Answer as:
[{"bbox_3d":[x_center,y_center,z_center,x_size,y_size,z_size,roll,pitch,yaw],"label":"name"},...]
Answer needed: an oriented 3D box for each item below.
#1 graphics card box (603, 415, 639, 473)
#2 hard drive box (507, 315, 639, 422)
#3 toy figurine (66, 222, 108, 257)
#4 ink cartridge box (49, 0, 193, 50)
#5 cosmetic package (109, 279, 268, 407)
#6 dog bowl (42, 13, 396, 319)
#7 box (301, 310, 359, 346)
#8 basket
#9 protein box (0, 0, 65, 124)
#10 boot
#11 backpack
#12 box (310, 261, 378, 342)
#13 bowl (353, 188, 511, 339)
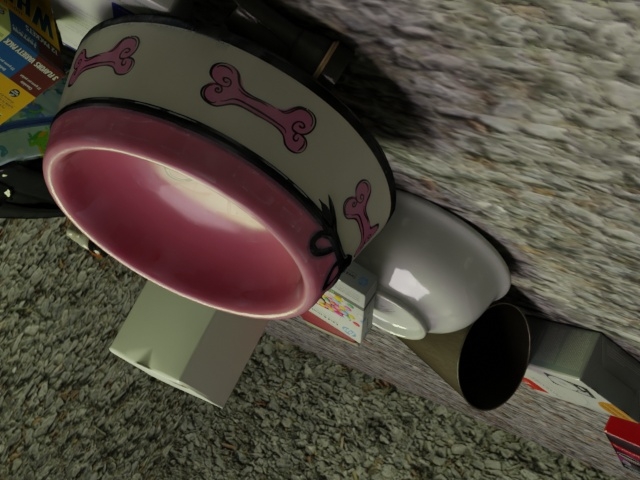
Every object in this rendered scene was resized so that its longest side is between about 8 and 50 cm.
[{"bbox_3d":[0.712,0.431,2.083,0.233,0.094,0.371,21,168,28],"label":"graphics card box"},{"bbox_3d":[0.426,0.214,1.779,0.181,0.089,0.232,35,167,-31],"label":"hard drive box"},{"bbox_3d":[-0.399,-0.080,2.004,0.148,0.209,0.213,24,129,49],"label":"toy figurine"},{"bbox_3d":[-0.232,-0.269,1.201,0.165,0.065,0.333,28,168,-4],"label":"ink cartridge box"},{"bbox_3d":[-0.211,0.103,2.010,0.217,0.385,0.156,19,166,40],"label":"cosmetic package"},{"bbox_3d":[-0.129,-0.059,1.173,0.408,0.150,0.408,21,153,11],"label":"dog bowl"},{"bbox_3d":[0.037,0.099,2.022,0.127,0.148,0.232,24,169,15],"label":"box"},{"bbox_3d":[0.222,0.151,1.755,0.227,0.154,0.204,33,141,51],"label":"basket"},{"bbox_3d":[-0.439,-0.243,1.250,0.136,0.200,0.201,40,-157,-49],"label":"protein box"},{"bbox_3d":[-0.054,-0.196,1.119,0.137,0.077,0.198,34,155,-8],"label":"boot"},{"bbox_3d":[-0.434,-0.145,1.585,0.290,0.273,0.355,-19,-173,30],"label":"backpack"},{"bbox_3d":[0.010,0.065,1.484,0.145,0.038,0.186,32,160,14],"label":"box"},{"bbox_3d":[0.124,0.056,1.545,0.298,0.134,0.298,26,159,11],"label":"bowl"}]
